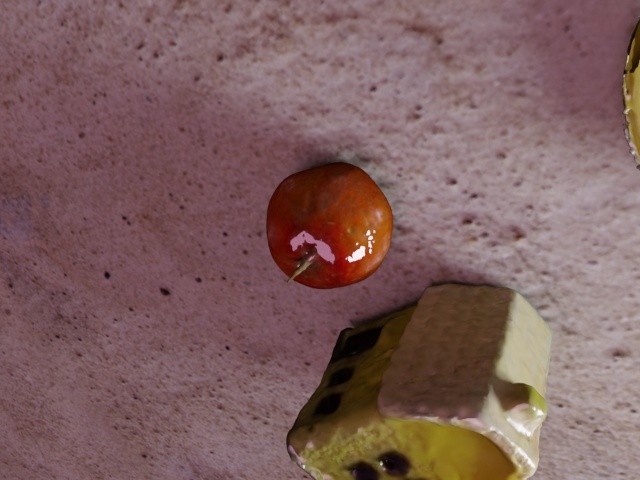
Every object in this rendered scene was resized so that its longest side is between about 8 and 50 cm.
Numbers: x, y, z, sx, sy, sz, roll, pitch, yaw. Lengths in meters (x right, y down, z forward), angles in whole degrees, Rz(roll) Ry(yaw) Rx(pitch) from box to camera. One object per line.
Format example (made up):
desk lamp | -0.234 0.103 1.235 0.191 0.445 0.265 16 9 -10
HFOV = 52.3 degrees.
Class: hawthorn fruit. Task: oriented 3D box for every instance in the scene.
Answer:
hawthorn fruit | 0.004 -0.005 0.624 0.125 0.140 0.125 19 162 6

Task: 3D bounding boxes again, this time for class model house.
model house | 0.121 0.158 0.624 0.234 0.193 0.175 -29 104 37

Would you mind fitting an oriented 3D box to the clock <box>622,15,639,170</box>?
clock | 0.335 -0.091 0.382 0.293 0.071 0.277 3 122 51
